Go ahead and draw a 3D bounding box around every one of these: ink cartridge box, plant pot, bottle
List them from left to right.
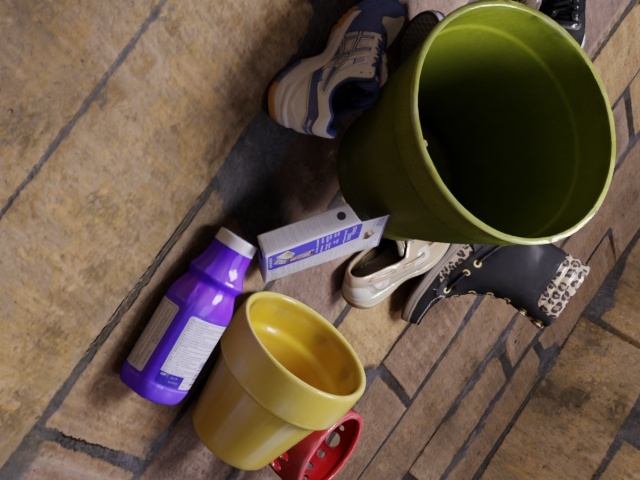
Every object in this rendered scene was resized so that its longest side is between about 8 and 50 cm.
[{"bbox_3d":[-0.196,0.115,1.650,0.283,0.092,0.118,-60,151,2],"label":"bottle"},{"bbox_3d":[-0.091,0.256,1.833,0.239,0.254,0.254,-51,156,21],"label":"plant pot"},{"bbox_3d":[-0.041,0.372,2.081,0.191,0.174,0.191,-40,148,-32],"label":"plant pot"},{"bbox_3d":[0.000,0.000,1.733,0.208,0.045,0.206,-17,167,-7],"label":"ink cartridge box"},{"bbox_3d":[0.206,-0.142,1.697,0.366,0.366,0.353,-42,-170,-28],"label":"plant pot"}]

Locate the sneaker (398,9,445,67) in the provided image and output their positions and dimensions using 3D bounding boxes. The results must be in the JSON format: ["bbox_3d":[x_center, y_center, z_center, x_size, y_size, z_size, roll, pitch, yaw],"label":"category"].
[{"bbox_3d":[0.218,-0.329,1.870,0.163,0.086,0.226,-28,151,-28],"label":"sneaker"}]

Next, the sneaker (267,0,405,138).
[{"bbox_3d":[0.056,-0.259,1.646,0.296,0.131,0.112,-48,149,-22],"label":"sneaker"}]

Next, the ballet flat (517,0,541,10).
[{"bbox_3d":[0.413,-0.523,2.055,0.084,0.058,0.250,-77,180,-48],"label":"ballet flat"}]

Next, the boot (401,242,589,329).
[{"bbox_3d":[0.366,0.099,2.294,0.377,0.284,0.138,-57,180,31],"label":"boot"}]

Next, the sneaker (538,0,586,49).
[{"bbox_3d":[0.469,-0.477,2.071,0.124,0.107,0.283,69,31,-64],"label":"sneaker"}]

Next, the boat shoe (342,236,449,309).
[{"bbox_3d":[0.161,0.015,2.129,0.302,0.109,0.098,-37,148,-25],"label":"boat shoe"}]
